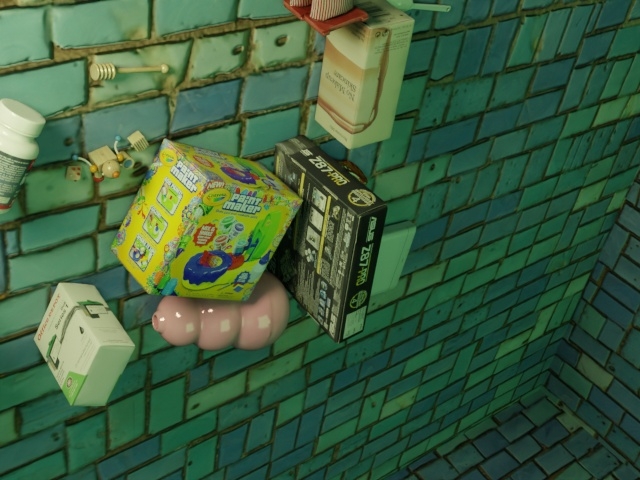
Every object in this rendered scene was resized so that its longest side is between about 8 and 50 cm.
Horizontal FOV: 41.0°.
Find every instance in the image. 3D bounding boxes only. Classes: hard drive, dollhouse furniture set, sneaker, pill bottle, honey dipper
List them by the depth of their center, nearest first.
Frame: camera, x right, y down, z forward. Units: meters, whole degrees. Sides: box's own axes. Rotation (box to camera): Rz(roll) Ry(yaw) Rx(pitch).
[{"bbox_3d":[-0.549,-0.146,1.472,0.108,0.108,0.180,13,114,-51],"label":"pill bottle"},{"bbox_3d":[-0.349,-0.315,1.589,0.160,0.030,0.031,-12,132,-43],"label":"honey dipper"},{"bbox_3d":[0.108,-0.582,1.701,0.374,0.152,0.201,-29,141,-24],"label":"dollhouse furniture set"},{"bbox_3d":[0.051,-0.163,2.147,0.175,0.064,0.067,11,136,-45],"label":"sneaker"},{"bbox_3d":[0.108,0.077,2.439,0.353,0.047,0.233,-14,133,-38],"label":"hard drive"}]

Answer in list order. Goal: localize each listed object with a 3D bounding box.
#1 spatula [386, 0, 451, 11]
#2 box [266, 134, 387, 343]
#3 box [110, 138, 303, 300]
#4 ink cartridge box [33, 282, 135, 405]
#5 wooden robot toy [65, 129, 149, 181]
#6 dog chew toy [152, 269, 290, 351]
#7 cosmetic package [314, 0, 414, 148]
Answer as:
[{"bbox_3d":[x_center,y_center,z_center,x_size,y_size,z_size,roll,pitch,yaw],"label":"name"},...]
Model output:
[{"bbox_3d":[0.254,-0.584,1.951,0.242,0.019,0.168,-13,143,-46],"label":"spatula"},{"bbox_3d":[0.000,0.000,2.012,0.097,0.318,0.395,-23,137,-32],"label":"box"},{"bbox_3d":[-0.244,-0.036,1.845,0.290,0.177,0.279,8,117,-50],"label":"box"},{"bbox_3d":[-0.497,0.213,1.785,0.092,0.219,0.160,9,116,-47],"label":"ink cartridge box"},{"bbox_3d":[-0.402,-0.142,1.657,0.173,0.079,0.076,-29,141,-24],"label":"wooden robot toy"},{"bbox_3d":[-0.241,0.173,2.045,0.331,0.207,0.207,-6,128,-33],"label":"dog chew toy"},{"bbox_3d":[0.092,-0.373,1.893,0.129,0.153,0.296,-20,135,-31],"label":"cosmetic package"}]
